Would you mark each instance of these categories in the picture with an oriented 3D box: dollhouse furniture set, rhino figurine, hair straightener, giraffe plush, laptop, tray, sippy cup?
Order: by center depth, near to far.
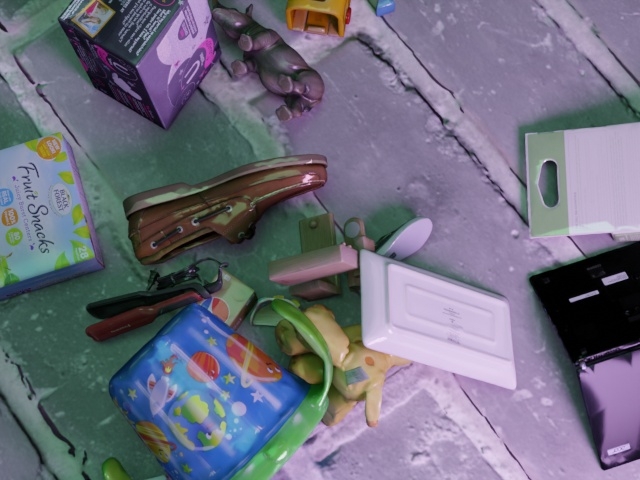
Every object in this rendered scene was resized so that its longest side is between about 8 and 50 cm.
[{"bbox_3d":[-0.147,0.211,1.516,0.224,0.240,0.305,45,66,-2],"label":"sippy cup"},{"bbox_3d":[0.169,0.104,1.574,0.270,0.030,0.145,19,57,-31],"label":"tray"},{"bbox_3d":[0.067,0.144,1.600,0.170,0.210,0.181,-30,107,-30],"label":"giraffe plush"},{"bbox_3d":[0.000,0.000,1.615,0.144,0.151,0.123,-15,71,28],"label":"dollhouse furniture set"},{"bbox_3d":[0.455,0.150,1.653,0.234,0.136,0.264,-18,49,-3],"label":"laptop"},{"bbox_3d":[-0.232,0.067,1.657,0.230,0.047,0.089,-23,50,16],"label":"hair straightener"},{"bbox_3d":[-0.087,-0.282,1.757,0.243,0.106,0.073,49,123,15],"label":"rhino figurine"}]

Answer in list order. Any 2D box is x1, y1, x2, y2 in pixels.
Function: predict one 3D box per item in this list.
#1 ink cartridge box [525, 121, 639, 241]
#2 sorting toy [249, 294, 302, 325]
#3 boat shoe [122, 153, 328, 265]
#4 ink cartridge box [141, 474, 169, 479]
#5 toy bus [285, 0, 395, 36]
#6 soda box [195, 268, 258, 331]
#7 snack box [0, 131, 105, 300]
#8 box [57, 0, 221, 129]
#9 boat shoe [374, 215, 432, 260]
[{"bbox_3d":[0.424,-0.084,1.700,0.235,0.056,0.171,-5,73,19],"label":"ink cartridge box"},{"bbox_3d":[-0.060,0.096,1.655,0.083,0.075,0.044,4,74,3],"label":"sorting toy"},{"bbox_3d":[-0.129,-0.041,1.689,0.307,0.111,0.104,-16,78,8],"label":"boat shoe"},{"bbox_3d":[-0.294,0.451,1.578,0.223,0.045,0.223,-13,74,-2],"label":"ink cartridge box"},{"bbox_3d":[0.007,-0.415,1.783,0.191,0.104,0.202,-35,76,-8],"label":"toy bus"},{"bbox_3d":[-0.166,0.134,1.657,0.061,0.058,0.181,33,77,11],"label":"soda box"},{"bbox_3d":[-0.430,-0.035,1.709,0.175,0.070,0.207,-17,75,-2],"label":"snack box"},{"bbox_3d":[-0.250,-0.294,1.684,0.142,0.247,0.163,32,78,9],"label":"box"},{"bbox_3d":[0.100,0.010,1.689,0.142,0.049,0.040,-40,42,-11],"label":"boat shoe"}]
